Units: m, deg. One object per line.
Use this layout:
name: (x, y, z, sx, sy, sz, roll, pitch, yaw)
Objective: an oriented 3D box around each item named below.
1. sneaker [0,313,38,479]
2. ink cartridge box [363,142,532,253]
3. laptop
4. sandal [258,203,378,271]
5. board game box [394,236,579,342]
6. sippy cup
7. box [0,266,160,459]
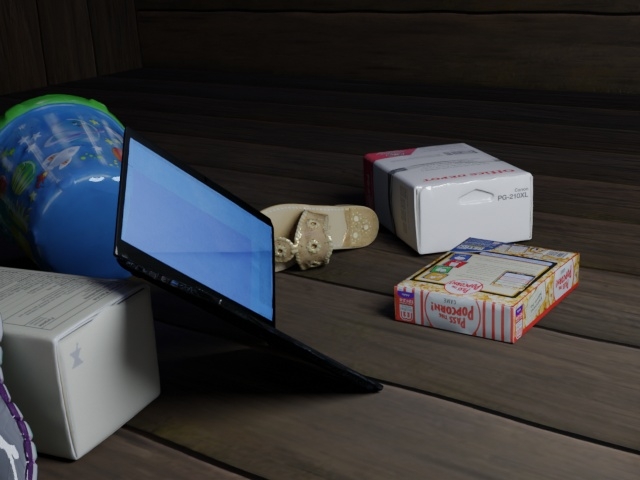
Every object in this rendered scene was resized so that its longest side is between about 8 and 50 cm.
sneaker: (-0.292, 0.125, 0.759, 0.083, 0.098, 0.224, -31, 60, 8)
ink cartridge box: (0.178, -0.066, 1.411, 0.171, 0.100, 0.237, -8, 17, -13)
laptop: (-0.070, 0.017, 0.963, 0.264, 0.137, 0.234, 17, -11, 47)
sandal: (0.000, -0.006, 1.282, 0.240, 0.088, 0.079, -11, 13, -38)
board game box: (0.196, 0.052, 1.132, 0.146, 0.045, 0.193, 9, 22, 34)
sippy cup: (-0.327, -0.053, 1.305, 0.305, 0.240, 0.224, -39, 37, -7)
box: (-0.325, 0.104, 0.944, 0.311, 0.121, 0.148, 5, 20, 26)
